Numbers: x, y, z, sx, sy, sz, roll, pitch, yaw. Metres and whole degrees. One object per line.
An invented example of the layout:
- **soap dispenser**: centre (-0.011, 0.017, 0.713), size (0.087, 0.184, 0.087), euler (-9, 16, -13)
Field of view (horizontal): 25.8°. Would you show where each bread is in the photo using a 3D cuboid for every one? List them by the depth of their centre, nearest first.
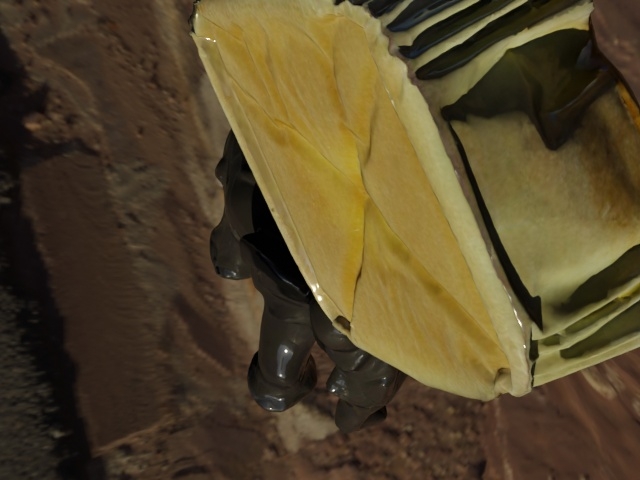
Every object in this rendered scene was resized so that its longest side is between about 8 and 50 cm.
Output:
- **bread**: centre (0.054, -0.040, 0.608), size (0.110, 0.192, 0.210), euler (-34, 109, -20)

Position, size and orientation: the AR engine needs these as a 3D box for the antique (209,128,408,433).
- **antique**: centre (0.000, 0.000, 1.242), size (0.185, 0.255, 0.322), euler (-12, 72, -19)
